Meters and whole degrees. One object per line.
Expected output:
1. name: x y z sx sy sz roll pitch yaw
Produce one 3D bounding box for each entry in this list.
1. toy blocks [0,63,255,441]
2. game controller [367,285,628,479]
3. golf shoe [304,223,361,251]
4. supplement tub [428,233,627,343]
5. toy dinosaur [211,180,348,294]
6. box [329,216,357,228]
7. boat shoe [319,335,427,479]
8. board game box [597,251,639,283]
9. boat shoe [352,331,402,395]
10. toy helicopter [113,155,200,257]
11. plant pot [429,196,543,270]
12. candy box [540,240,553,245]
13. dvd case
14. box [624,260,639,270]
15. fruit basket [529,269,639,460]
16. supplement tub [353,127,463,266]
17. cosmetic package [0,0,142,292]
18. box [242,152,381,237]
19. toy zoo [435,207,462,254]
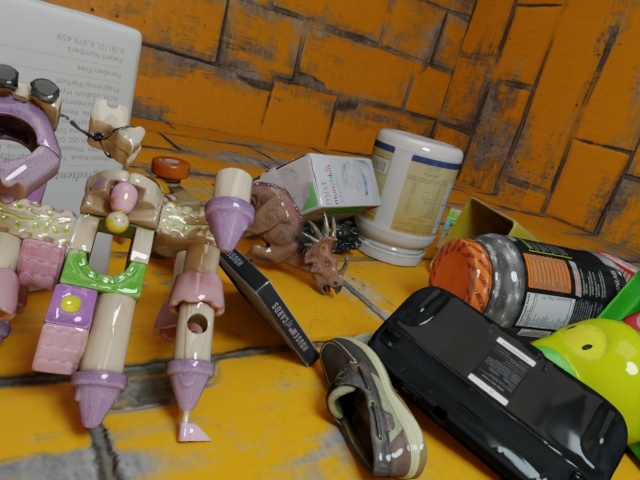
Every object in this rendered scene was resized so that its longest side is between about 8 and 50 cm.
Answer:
1. toy blocks: -0.230 0.059 0.511 0.288 0.309 0.260 16 58 -24
2. game controller: 0.219 0.187 0.630 0.319 0.067 0.166 37 53 26
3. golf shoe: 0.000 0.000 1.195 0.198 0.077 0.093 4 -1 -28
4. supplement tub: 0.399 0.101 0.961 0.337 0.207 0.207 10 18 -17
5. toy dinosaur: -0.071 -0.031 0.964 0.200 0.296 0.127 -18 27 34
6. box: 0.015 -0.063 1.415 0.190 0.045 0.184 20 20 13
7. boat shoe: 0.044 0.192 0.600 0.073 0.080 0.223 11 22 -30
8. board game box: 0.613 0.141 1.039 0.045 0.194 0.147 12 17 -11
9. boat shoe: 0.148 0.195 0.702 0.227 0.069 0.081 14 58 15
10. toy helicopter: -0.344 -0.061 0.970 0.234 0.140 0.355 0 25 -35
11. plant pot: 0.424 0.051 1.175 0.187 0.212 0.212 24 14 -18
12. candy box: 0.592 0.029 1.536 0.316 0.088 0.183 22 20 19
13. dvd case: -0.105 0.071 0.741 0.029 0.179 0.238 -40 41 -14
14. box: 0.806 0.156 1.243 0.163 0.142 0.247 26 19 35
15. fruit basket: 0.479 0.192 0.711 0.391 0.283 0.392 31 15 -9
16. supplement tub: 0.218 -0.114 1.284 0.228 0.317 0.228 14 18 -4
17. cosmetic package: -0.507 -0.157 0.686 0.329 0.394 0.327 24 19 28
18. box: -0.033 -0.104 1.157 0.261 0.127 0.231 -18 -7 38
19. toy zoo: 0.440 0.005 1.400 0.192 0.030 0.293 16 35 14
